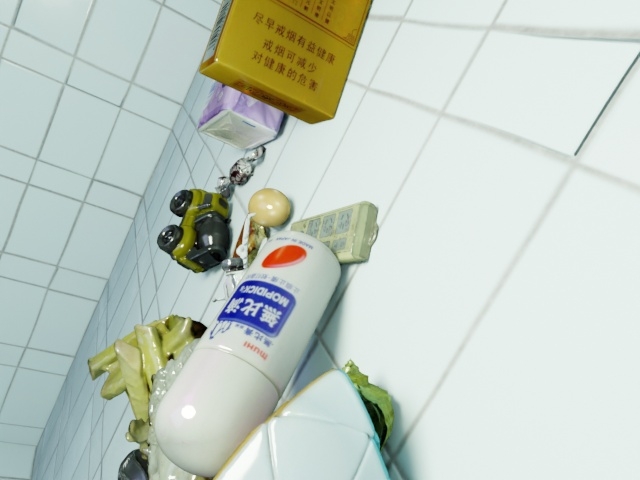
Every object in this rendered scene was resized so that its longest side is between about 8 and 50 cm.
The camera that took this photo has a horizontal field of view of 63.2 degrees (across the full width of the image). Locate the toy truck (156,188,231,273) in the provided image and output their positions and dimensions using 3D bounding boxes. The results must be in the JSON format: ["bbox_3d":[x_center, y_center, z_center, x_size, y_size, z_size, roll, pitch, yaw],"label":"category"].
[{"bbox_3d":[-0.292,-0.032,1.314,0.165,0.147,0.224,-14,54,29],"label":"toy truck"}]

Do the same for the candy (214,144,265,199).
[{"bbox_3d":[-0.212,-0.178,1.339,0.226,0.051,0.094,-28,42,48],"label":"candy"}]

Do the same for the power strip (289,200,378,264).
[{"bbox_3d":[0.000,0.000,0.861,0.268,0.034,0.092,-12,62,58],"label":"power strip"}]

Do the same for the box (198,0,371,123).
[{"bbox_3d":[-0.039,-0.470,1.008,0.116,0.264,0.415,9,82,62],"label":"box"}]

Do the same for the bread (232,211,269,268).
[{"bbox_3d":[-0.152,0.026,1.095,0.136,0.054,0.154,-57,25,19],"label":"bread"}]

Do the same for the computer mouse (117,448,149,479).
[{"bbox_3d":[-0.451,0.569,1.251,0.192,0.062,0.105,22,91,63],"label":"computer mouse"}]

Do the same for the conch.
[{"bbox_3d":[0.047,0.197,0.602,0.089,0.074,0.121,129,132,-73],"label":"conch"}]

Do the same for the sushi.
[{"bbox_3d":[-0.155,0.296,0.796,0.196,0.182,0.343,-55,31,16],"label":"sushi"}]

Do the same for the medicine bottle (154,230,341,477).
[{"bbox_3d":[-0.090,0.142,0.694,0.130,0.130,0.341,-34,19,47],"label":"medicine bottle"}]

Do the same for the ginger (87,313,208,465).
[{"bbox_3d":[-0.395,0.331,1.163,0.413,0.211,0.358,-1,73,60],"label":"ginger"}]

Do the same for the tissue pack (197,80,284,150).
[{"bbox_3d":[-0.157,-0.417,1.287,0.242,0.160,0.338,0,71,59],"label":"tissue pack"}]

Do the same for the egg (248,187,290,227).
[{"bbox_3d":[-0.099,-0.063,1.034,0.096,0.080,0.080,35,103,52],"label":"egg"}]

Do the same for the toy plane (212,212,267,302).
[{"bbox_3d":[-0.137,0.086,0.957,0.255,0.101,0.251,-35,63,59],"label":"toy plane"}]

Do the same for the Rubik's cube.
[{"bbox_3d":[0.017,0.259,0.529,0.254,0.254,0.254,-39,40,43],"label":"Rubik's cube"}]
